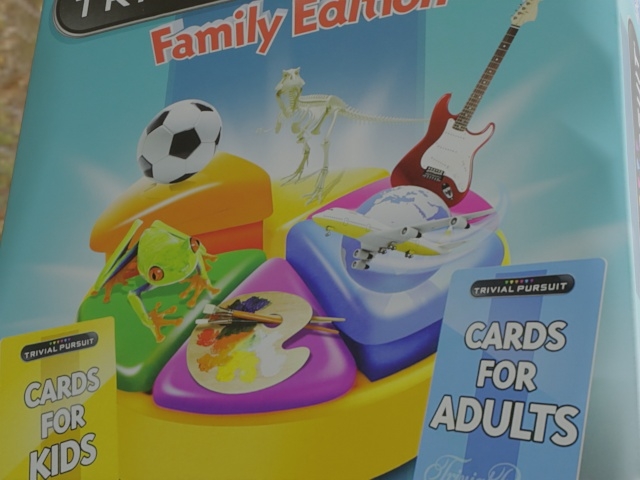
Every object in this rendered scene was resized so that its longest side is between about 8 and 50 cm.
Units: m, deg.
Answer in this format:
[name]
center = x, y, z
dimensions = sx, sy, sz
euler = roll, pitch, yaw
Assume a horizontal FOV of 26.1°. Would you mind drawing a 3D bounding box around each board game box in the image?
[board game box]
center = 0.000, 0.000, 0.530
dimensions = 0.079, 0.254, 0.336
euler = 48, 39, -54
